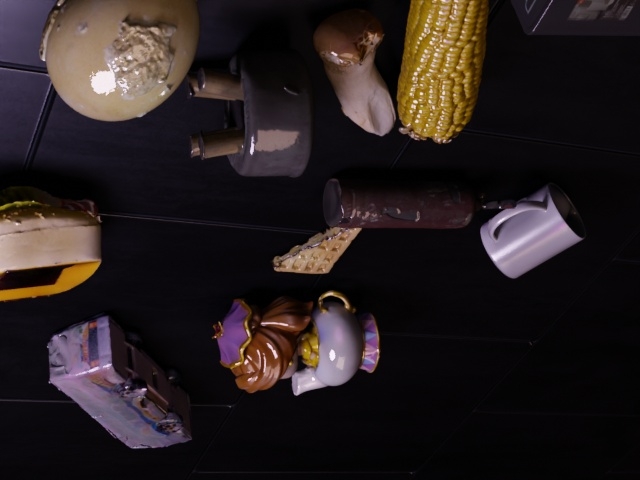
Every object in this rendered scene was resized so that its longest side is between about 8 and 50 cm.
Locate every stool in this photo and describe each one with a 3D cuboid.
[{"bbox_3d":[-0.090,-0.138,1.510,0.139,0.153,0.228,-3,143,-16],"label":"stool"}]

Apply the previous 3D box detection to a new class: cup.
[{"bbox_3d":[0.310,-0.026,1.864,0.133,0.099,0.136,-33,121,26],"label":"cup"}]

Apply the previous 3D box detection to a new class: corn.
[{"bbox_3d":[0.153,-0.243,1.498,0.106,0.106,0.305,-7,142,-10],"label":"corn"}]

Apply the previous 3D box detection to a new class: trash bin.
[{"bbox_3d":[0.327,-0.317,1.409,0.226,0.165,0.115,1,141,-24],"label":"trash bin"}]

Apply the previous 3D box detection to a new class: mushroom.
[{"bbox_3d":[0.050,-0.206,1.547,0.084,0.071,0.209,-45,149,-12],"label":"mushroom"}]

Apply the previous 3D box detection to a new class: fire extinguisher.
[{"bbox_3d":[0.143,-0.052,1.771,0.268,0.072,0.089,0,178,-20],"label":"fire extinguisher"}]

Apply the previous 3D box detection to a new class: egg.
[{"bbox_3d":[-0.217,-0.220,1.352,0.164,0.164,0.201,17,134,-36],"label":"egg"}]

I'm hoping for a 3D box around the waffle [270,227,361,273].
[{"bbox_3d":[0.000,0.000,1.844,0.097,0.023,0.152,7,141,-29],"label":"waffle"}]

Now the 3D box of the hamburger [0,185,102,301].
[{"bbox_3d":[-0.390,0.005,1.637,0.210,0.116,0.173,-7,158,-31],"label":"hamburger"}]

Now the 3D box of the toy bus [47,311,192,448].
[{"bbox_3d":[-0.316,0.240,1.994,0.138,0.112,0.317,-16,144,10],"label":"toy bus"}]

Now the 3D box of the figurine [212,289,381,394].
[{"bbox_3d":[-0.044,0.162,1.957,0.263,0.142,0.189,0,111,-17],"label":"figurine"}]
